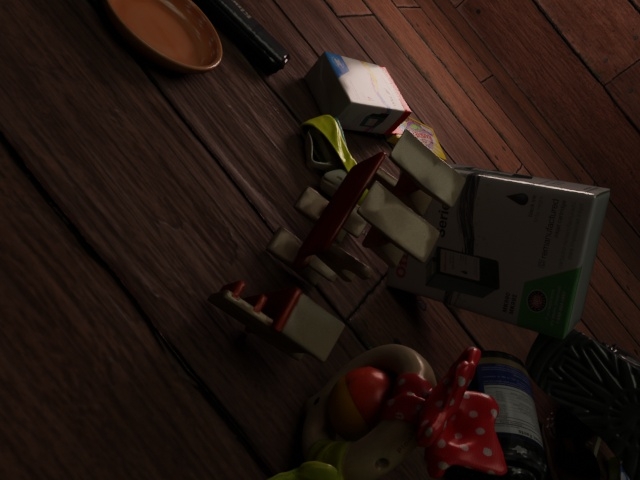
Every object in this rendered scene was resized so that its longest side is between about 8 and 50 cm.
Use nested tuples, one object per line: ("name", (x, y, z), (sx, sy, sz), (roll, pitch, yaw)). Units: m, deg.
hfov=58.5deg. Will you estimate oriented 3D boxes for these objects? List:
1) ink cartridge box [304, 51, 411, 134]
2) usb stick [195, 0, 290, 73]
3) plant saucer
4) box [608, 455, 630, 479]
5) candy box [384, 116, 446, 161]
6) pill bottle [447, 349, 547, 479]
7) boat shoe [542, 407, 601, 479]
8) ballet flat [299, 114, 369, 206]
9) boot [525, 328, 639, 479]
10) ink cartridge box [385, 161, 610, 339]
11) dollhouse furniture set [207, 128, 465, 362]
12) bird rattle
("ink cartridge box", (0.094, -0.297, 1.181), (0.231, 0.078, 0.134), (-4, 61, -43))
("usb stick", (-0.167, -0.414, 1.036), (0.278, 0.045, 0.077), (42, 35, -13))
("plant saucer", (-0.243, -0.329, 0.874), (0.200, 0.037, 0.200), (31, 39, -29))
("box", (0.609, 0.496, 1.088), (0.178, 0.042, 0.109), (49, 33, -3))
("candy box", (0.212, -0.249, 1.342), (0.206, 0.027, 0.105), (13, 52, -43))
("pill bottle", (0.244, 0.274, 0.799), (0.123, 0.123, 0.219), (36, 37, -22))
("boat shoe", (0.422, 0.373, 0.968), (0.257, 0.095, 0.095), (-21, 110, -62))
("ballet flat", (0.025, -0.120, 0.973), (0.077, 0.077, 0.231), (-9, 60, -29))
("boot", (0.547, 0.298, 0.967), (0.367, 0.146, 0.445), (49, 12, 30))
("ink cartridge box", (0.260, 0.001, 0.879), (0.121, 0.289, 0.211), (-14, 114, -53))
("dollhouse furniture set", (0.000, 0.000, 0.677), (0.135, 0.262, 0.259), (38, 67, -16))
("bird rattle", (0.052, 0.177, 0.576), (0.143, 0.253, 0.207), (38, 12, -19))
